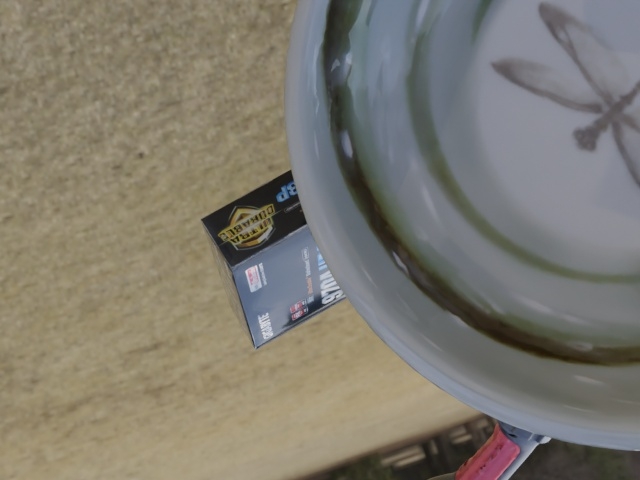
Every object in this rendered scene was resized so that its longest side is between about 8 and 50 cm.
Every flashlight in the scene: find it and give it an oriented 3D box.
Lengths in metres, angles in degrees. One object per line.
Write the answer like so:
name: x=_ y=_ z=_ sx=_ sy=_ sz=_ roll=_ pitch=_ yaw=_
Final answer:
flashlight: x=0.217 y=0.305 z=1.446 sx=0.304 sy=0.103 sz=0.103 roll=-59 pitch=169 yaw=31

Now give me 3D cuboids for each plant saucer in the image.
plant saucer: x=0.178 y=-0.087 z=0.604 sx=0.401 sy=0.400 sz=0.100 roll=-25 pitch=171 yaw=21

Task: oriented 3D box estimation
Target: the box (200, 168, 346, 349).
box: x=0.000 y=0.000 z=0.885 sx=0.175 sy=0.051 sz=0.220 roll=-29 pitch=160 yaw=-10
